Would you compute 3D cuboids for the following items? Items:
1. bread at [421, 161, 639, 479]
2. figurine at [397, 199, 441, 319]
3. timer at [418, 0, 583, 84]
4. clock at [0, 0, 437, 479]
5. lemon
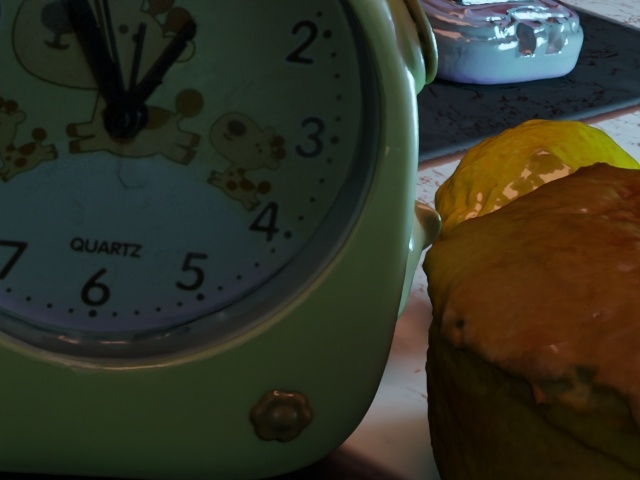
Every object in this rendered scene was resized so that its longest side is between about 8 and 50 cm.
[{"bbox_3d":[0.160,0.060,0.692,0.268,0.145,0.268,7,20,-2],"label":"bread"},{"bbox_3d":[0.000,0.000,0.848,0.114,0.108,0.196,25,5,8],"label":"figurine"},{"bbox_3d":[0.114,-0.193,1.424,0.191,0.069,0.208,31,26,35],"label":"timer"},{"bbox_3d":[-0.073,-0.058,0.633,0.235,0.308,0.096,7,22,-15],"label":"clock"},{"bbox_3d":[0.116,-0.007,0.872,0.114,0.114,0.155,21,20,24],"label":"lemon"}]
